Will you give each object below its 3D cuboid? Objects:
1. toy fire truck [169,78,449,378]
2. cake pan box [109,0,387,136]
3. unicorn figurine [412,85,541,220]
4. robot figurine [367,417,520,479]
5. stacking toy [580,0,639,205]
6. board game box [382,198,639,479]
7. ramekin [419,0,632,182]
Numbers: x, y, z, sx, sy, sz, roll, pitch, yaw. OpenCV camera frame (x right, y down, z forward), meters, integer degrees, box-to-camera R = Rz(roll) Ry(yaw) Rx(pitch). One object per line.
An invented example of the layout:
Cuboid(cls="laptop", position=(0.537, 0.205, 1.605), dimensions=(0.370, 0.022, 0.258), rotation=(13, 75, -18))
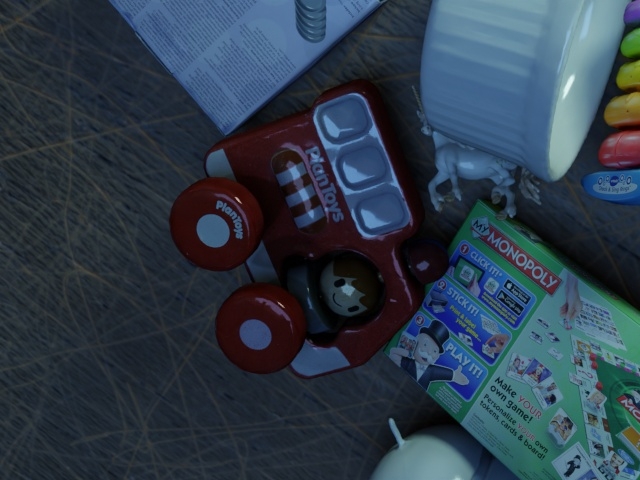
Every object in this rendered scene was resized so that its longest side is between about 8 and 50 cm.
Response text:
Cuboid(cls="toy fire truck", position=(0.000, 0.000, 1.270), dimensions=(0.253, 0.169, 0.302), rotation=(-18, 102, 23))
Cuboid(cls="cake pan box", position=(-0.096, -0.288, 1.254), dimensions=(0.245, 0.070, 0.267), rotation=(-40, 94, 24))
Cuboid(cls="unicorn figurine", position=(0.157, -0.084, 1.244), dimensions=(0.161, 0.111, 0.060), rotation=(16, 149, -11))
Cuboid(cls="robot figurine", position=(0.190, 0.349, 1.325), dimensions=(0.353, 0.200, 0.300), rotation=(35, 104, 2))
Cuboid(cls="stacking toy", position=(0.351, -0.185, 1.110), dimensions=(0.165, 0.175, 0.302), rotation=(-1, 93, -20))
Cuboid(cls="board game box", position=(0.233, 0.131, 1.218), dimensions=(0.317, 0.046, 0.214), rotation=(42, 110, 32))
Cuboid(cls="ramekin", position=(0.198, -0.204, 1.082), dimensions=(0.135, 0.277, 0.277), rotation=(19, 115, 20))
